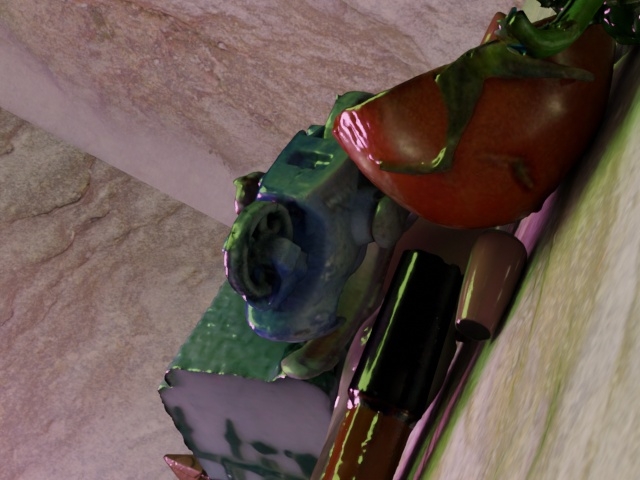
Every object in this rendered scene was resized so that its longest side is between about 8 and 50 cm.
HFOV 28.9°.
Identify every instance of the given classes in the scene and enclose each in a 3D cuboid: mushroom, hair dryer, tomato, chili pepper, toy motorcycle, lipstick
[{"bbox_3d":[0.057,0.191,1.289,0.109,0.097,0.351,-2,60,54],"label":"mushroom"},{"bbox_3d":[0.159,0.067,1.235,0.154,0.054,0.106,94,-163,-64],"label":"hair dryer"},{"bbox_3d":[0.168,-0.100,1.215,0.309,0.170,0.309,-18,-1,0],"label":"tomato"},{"bbox_3d":[0.235,-0.235,1.010,0.261,0.174,0.165,-53,-10,-9],"label":"chili pepper"},{"bbox_3d":[0.020,0.001,1.311,0.182,0.241,0.319,-16,26,44],"label":"toy motorcycle"},{"bbox_3d":[0.043,0.208,1.187,0.077,0.077,0.418,117,174,-76],"label":"lipstick"}]

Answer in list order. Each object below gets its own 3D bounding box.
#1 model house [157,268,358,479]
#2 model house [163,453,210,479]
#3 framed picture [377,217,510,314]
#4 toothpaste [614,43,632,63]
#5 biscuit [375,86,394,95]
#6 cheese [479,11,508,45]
[{"bbox_3d":[-0.018,0.143,1.606,0.329,0.252,0.295,-67,-34,-40],"label":"model house"},{"bbox_3d":[-0.126,0.384,1.808,0.181,0.248,0.176,-64,0,30],"label":"model house"},{"bbox_3d":[0.129,-0.033,1.448,0.017,0.217,0.274,47,-116,-51],"label":"framed picture"},{"bbox_3d":[0.343,-0.312,1.173,0.114,0.073,0.299,-63,-7,-57],"label":"toothpaste"},{"bbox_3d":[0.165,-0.183,1.706,0.376,0.051,0.269,-23,24,-21],"label":"biscuit"},{"bbox_3d":[0.237,-0.169,1.522,0.203,0.128,0.177,-76,11,-73],"label":"cheese"}]
